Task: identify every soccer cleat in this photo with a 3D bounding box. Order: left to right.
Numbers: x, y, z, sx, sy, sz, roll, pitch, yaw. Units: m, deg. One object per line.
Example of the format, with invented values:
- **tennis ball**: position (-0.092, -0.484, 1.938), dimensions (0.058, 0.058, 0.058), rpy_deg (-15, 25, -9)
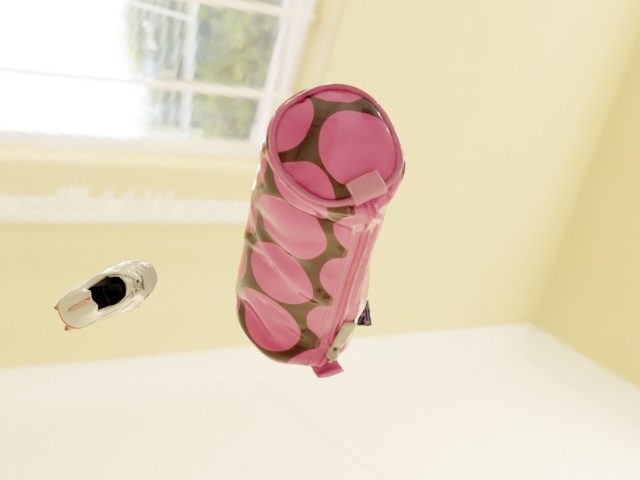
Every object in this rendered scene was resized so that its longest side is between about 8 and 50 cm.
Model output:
- **soccer cleat**: position (-0.116, 0.028, 0.748), dimensions (0.083, 0.035, 0.029), rpy_deg (-26, -92, -54)

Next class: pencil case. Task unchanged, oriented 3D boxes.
- **pencil case**: position (0.000, 0.000, 0.845), dimensions (0.095, 0.209, 0.098), rpy_deg (-12, -123, -15)
